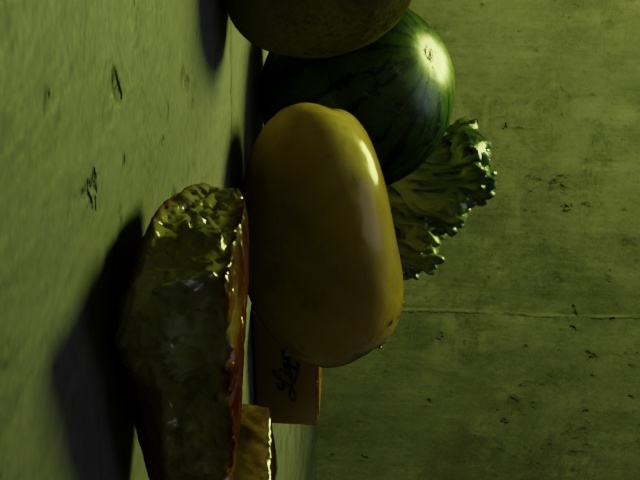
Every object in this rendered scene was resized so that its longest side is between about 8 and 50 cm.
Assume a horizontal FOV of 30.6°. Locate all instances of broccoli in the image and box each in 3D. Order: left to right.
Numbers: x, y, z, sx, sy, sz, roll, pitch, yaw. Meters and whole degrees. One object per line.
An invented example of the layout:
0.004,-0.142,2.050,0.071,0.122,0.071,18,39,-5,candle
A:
0.059,-0.066,1.450,0.288,0.246,0.248,-52,-132,28,broccoli

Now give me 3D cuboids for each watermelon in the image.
0.026,-0.135,1.125,0.215,0.188,0.188,-27,-130,42,watermelon

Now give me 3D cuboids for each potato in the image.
0.000,0.000,0.964,0.150,0.146,0.233,23,-43,44,potato

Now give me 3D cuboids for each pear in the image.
0.002,-0.209,0.810,0.167,0.137,0.167,2,90,-83,pear

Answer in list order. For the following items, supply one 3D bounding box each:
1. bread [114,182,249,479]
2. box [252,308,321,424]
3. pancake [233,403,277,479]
-0.056,0.024,0.510,0.154,0.054,0.136,98,-2,-48,bread
-0.029,0.057,1.227,0.237,0.070,0.152,-90,180,-54,box
-0.057,0.201,0.648,0.257,0.056,0.212,-165,-96,-84,pancake
